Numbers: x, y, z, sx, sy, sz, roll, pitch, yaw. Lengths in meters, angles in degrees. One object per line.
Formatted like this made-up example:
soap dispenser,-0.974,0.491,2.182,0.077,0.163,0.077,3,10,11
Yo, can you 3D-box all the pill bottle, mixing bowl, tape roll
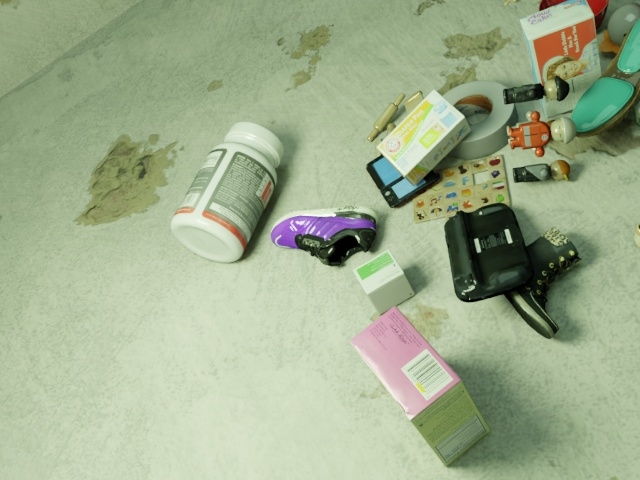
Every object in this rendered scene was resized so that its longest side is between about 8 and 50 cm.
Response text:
pill bottle,-0.245,-0.138,1.955,0.210,0.210,0.363,6,58,31
mixing bowl,0.688,-0.606,1.909,0.181,0.098,0.181,-14,51,17
tape roll,0.401,-0.317,1.851,0.219,0.072,0.219,-14,50,17

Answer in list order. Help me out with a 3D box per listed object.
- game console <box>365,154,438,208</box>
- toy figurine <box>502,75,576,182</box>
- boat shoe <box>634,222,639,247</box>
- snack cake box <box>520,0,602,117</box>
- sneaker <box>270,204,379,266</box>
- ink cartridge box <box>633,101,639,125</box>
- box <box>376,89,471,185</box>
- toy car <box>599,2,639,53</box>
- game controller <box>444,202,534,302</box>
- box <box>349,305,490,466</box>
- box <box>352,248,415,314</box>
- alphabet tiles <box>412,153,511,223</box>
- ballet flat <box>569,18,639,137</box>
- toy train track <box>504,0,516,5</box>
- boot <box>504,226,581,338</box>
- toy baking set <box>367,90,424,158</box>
game console,0.208,-0.173,1.823,0.144,0.085,0.124,-32,37,6
toy figurine,0.514,-0.252,1.650,0.148,0.209,0.213,-8,51,14
boat shoe,0.732,-0.008,1.447,0.170,0.059,0.063,3,57,29
snack cake box,0.589,-0.438,1.715,0.152,0.264,0.089,-17,49,15
sneaker,0.000,-0.001,1.793,0.293,0.102,0.146,-9,52,21
ink cartridge box,0.844,-0.325,1.633,0.209,0.062,0.109,-35,47,-2
box,0.257,-0.252,1.757,0.203,0.103,0.114,-45,67,7
toy car,0.812,-0.543,1.766,0.238,0.219,0.210,-43,40,32
game controller,0.363,0.019,1.556,0.166,0.067,0.319,-10,32,11
box,0.196,0.284,1.373,0.117,0.243,0.213,-37,46,-4
box,0.147,0.097,1.640,0.101,0.102,0.087,-30,49,2
alphabet tiles,0.346,-0.113,1.766,0.237,0.009,0.198,-13,51,19
ballet flat,0.715,-0.367,1.678,0.116,0.124,0.342,30,87,37
toy train track,0.554,-0.733,2.136,0.083,0.014,0.048,27,71,40
boot,0.476,0.080,1.487,0.179,0.085,0.236,-32,40,3
toy baking set,0.202,-0.299,1.928,0.256,0.030,0.197,-50,34,10
